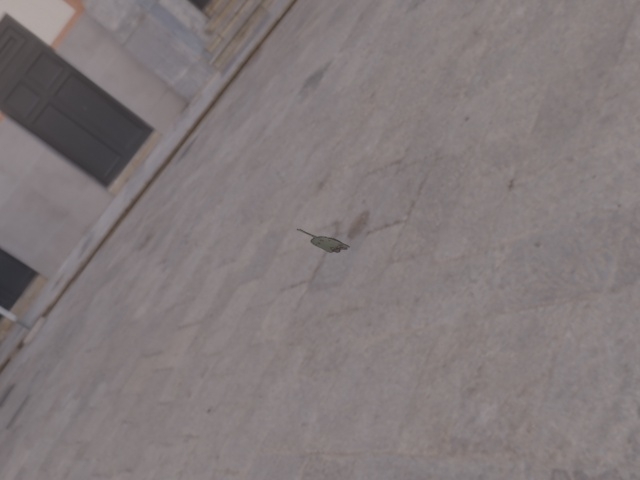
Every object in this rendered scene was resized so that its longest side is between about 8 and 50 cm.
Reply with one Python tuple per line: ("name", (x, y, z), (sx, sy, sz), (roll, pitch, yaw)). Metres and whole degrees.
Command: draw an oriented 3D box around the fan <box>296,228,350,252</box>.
("fan", (0.000, 0.000, 1.083), (0.056, 0.083, 0.004), (-17, 54, 55))
